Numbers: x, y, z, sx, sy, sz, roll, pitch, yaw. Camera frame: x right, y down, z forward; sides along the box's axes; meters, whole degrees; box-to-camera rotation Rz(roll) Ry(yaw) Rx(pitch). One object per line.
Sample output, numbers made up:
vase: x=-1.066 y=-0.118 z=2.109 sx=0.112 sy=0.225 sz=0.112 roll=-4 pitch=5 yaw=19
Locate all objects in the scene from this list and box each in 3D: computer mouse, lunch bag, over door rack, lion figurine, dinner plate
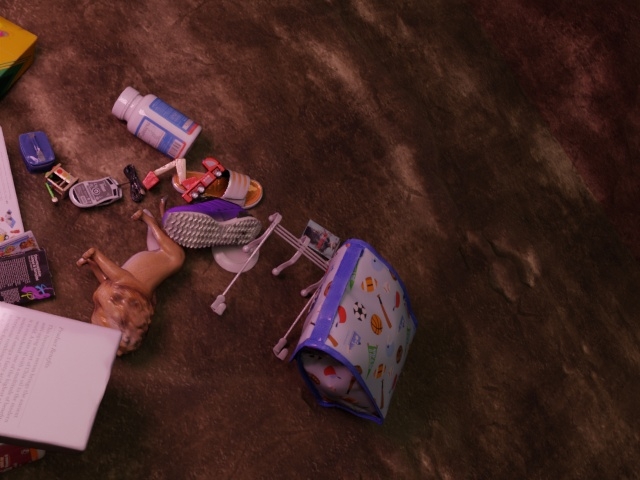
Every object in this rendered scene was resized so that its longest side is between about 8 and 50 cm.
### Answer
computer mouse: x=-0.556 y=-0.130 z=1.445 sx=0.193 sy=0.042 sz=0.106 roll=-22 pitch=85 yaw=-40
lunch bag: x=-0.704 y=-0.223 z=1.385 sx=0.067 sy=0.065 sz=0.098 roll=-22 pitch=82 yaw=-34
over door rack: x=-0.127 y=0.121 z=1.527 sx=0.239 sy=0.108 sz=0.324 roll=39 pitch=69 yaw=-20
lion figurine: x=-0.430 y=0.074 z=1.369 sx=0.240 sy=0.142 sz=0.392 roll=48 pitch=50 yaw=-12
dinner plate: x=-0.236 y=0.022 z=1.571 sx=0.141 sy=0.017 sz=0.141 roll=12 pitch=62 yaw=-25
lunch bag: x=0.080 y=0.228 z=1.441 sx=0.327 sy=0.239 sz=0.385 roll=-66 pitch=150 yaw=-32

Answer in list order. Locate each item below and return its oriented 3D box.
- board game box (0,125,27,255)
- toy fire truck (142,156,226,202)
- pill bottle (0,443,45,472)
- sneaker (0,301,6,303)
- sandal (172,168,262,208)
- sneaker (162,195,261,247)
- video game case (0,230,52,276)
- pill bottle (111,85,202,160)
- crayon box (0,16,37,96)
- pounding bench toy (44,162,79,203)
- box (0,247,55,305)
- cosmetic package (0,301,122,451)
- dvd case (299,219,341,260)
board game box: x=-0.791 y=-0.102 z=1.246 sx=0.193 sy=0.053 sz=0.305 roll=-11 pitch=86 yaw=-40
toy fire truck: x=-0.368 y=-0.174 z=1.514 sx=0.192 sy=0.047 sz=0.135 roll=-45 pitch=97 yaw=-10
pill bottle: x=-0.672 y=0.408 z=1.096 sx=0.221 sy=0.121 sz=0.121 roll=-13 pitch=76 yaw=-33
sneaker: x=-0.738 y=0.268 z=1.139 sx=0.292 sy=0.108 sz=0.169 roll=-39 pitch=93 yaw=-26
sandal: x=-0.281 y=-0.155 z=1.585 sx=0.265 sy=0.076 sz=0.101 roll=6 pitch=67 yaw=-27
sneaker: x=-0.309 y=-0.062 z=1.493 sx=0.293 sy=0.102 sz=0.146 roll=4 pitch=34 yaw=-49
video game case: x=-0.678 y=0.049 z=1.272 sx=0.087 sy=0.011 sz=0.122 roll=-29 pitch=121 yaw=-32
pill bottle: x=-0.449 y=-0.322 z=1.535 sx=0.221 sy=0.124 sz=0.124 roll=34 pitch=57 yaw=-13
crayon box: x=-0.929 y=-0.463 z=1.318 sx=0.363 sy=0.106 sz=0.313 roll=28 pitch=51 yaw=-17
pounding bench toy: x=-0.655 y=-0.138 z=1.383 sx=0.065 sy=0.052 sz=0.083 roll=39 pitch=56 yaw=-9
box: x=-0.690 y=0.090 z=1.245 sx=0.162 sy=0.029 sz=0.116 roll=-15 pitch=113 yaw=-33
cosmetic package: x=-0.633 y=0.236 z=1.029 sx=0.453 sy=0.161 sz=0.230 roll=19 pitch=59 yaw=-18
dvd case: x=0.000 y=0.000 z=1.713 sx=0.119 sy=0.013 sz=0.087 roll=34 pitch=57 yaw=-13
